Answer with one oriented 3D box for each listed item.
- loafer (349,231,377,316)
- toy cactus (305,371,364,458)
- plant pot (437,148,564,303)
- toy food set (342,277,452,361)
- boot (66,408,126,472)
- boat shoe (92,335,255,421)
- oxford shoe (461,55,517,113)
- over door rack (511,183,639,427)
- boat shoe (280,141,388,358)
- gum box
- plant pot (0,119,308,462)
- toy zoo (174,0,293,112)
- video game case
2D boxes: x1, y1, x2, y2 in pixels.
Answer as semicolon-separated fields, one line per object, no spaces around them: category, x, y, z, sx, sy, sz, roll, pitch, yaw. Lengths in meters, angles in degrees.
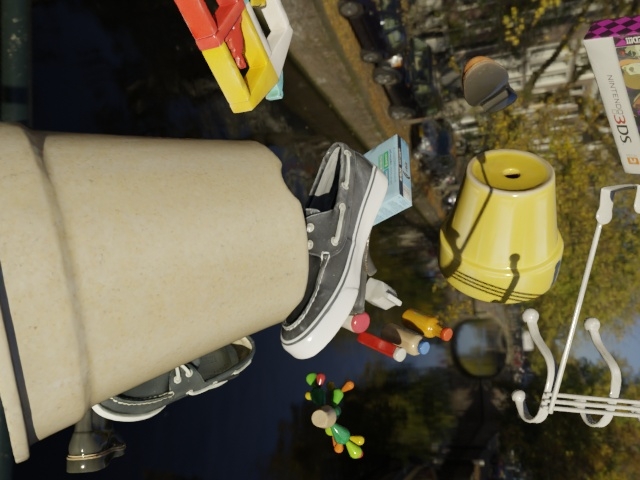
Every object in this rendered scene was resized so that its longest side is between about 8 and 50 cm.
loafer;0.056;0.036;0.870;0.062;0.061;0.170;-115;-141;-67
toy cactus;0.030;0.392;1.280;0.219;0.112;0.180;68;9;17
plant pot;0.371;-0.043;1.156;0.254;0.254;0.239;-74;164;-49
toy food set;0.123;0.143;1.004;0.232;0.104;0.111;35;79;-38
boot;-0.360;0.286;0.933;0.198;0.077;0.137;149;-60;-73
boat shoe;-0.220;0.192;0.889;0.114;0.091;0.302;58;25;12
oxford shoe;0.269;-0.270;0.947;0.212;0.076;0.076;2;62;-64
over door rack;0.403;0.092;0.746;0.108;0.239;0.324;-128;-129;-63
boat shoe;0.000;0.000;0.737;0.102;0.108;0.301;38;60;-28
gum box;0.081;-0.091;1.055;0.041;0.184;0.157;37;40;-33
plant pot;-0.195;0.016;0.614;0.305;0.334;0.334;-12;97;-31
toy zoo;-0.107;-0.297;0.703;0.293;0.030;0.192;64;33;-41
video game case;0.418;-0.147;0.591;0.042;0.232;0.210;-54;128;-19
